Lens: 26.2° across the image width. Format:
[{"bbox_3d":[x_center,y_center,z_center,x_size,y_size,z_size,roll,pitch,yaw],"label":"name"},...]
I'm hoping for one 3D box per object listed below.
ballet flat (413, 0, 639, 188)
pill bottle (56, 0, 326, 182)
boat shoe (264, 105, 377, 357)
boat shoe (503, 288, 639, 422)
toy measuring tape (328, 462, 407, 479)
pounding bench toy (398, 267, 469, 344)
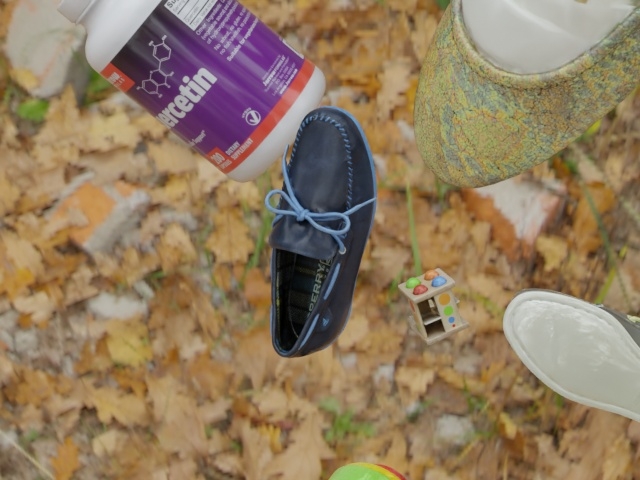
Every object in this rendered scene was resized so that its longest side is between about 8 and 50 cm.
[{"bbox_3d":[0.157,-0.169,0.667,0.348,0.123,0.123,-43,64,15],"label":"ballet flat"},{"bbox_3d":[-0.163,-0.231,1.716,0.323,0.181,0.181,38,65,-12],"label":"pill bottle"},{"bbox_3d":[0.000,0.000,1.356,0.109,0.258,0.089,10,20,29],"label":"boat shoe"},{"bbox_3d":[0.337,0.135,1.563,0.305,0.109,0.091,28,19,-9],"label":"boat shoe"},{"bbox_3d":[0.090,0.288,1.468,0.121,0.330,0.121,14,68,-39],"label":"toy measuring tape"},{"bbox_3d":[0.119,0.065,1.524,0.052,0.065,0.083,-23,21,-9],"label":"pounding bench toy"}]
